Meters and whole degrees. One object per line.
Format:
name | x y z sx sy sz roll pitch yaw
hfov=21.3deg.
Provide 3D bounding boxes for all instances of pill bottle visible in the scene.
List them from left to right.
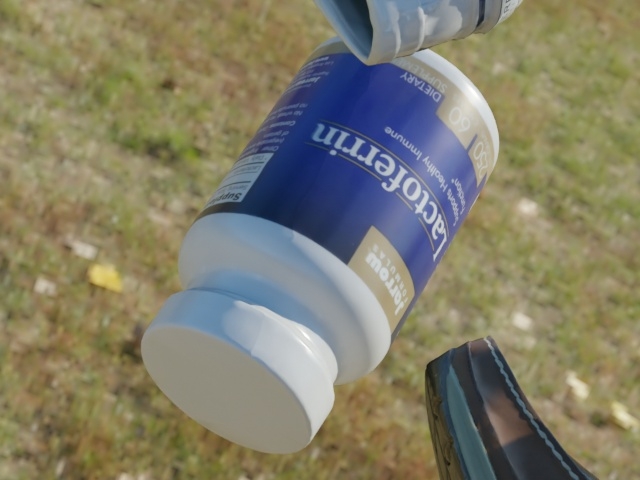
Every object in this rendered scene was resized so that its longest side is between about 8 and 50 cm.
pill bottle | 0.000 0.000 1.124 0.153 0.153 0.264 28 59 7

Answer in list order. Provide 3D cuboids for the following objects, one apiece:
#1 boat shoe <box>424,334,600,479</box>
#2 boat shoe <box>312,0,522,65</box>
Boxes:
boat shoe | 0.159 0.198 0.914 0.120 0.122 0.324 -22 71 -8
boat shoe | -0.014 -0.162 0.645 0.076 0.083 0.226 -28 65 -25
